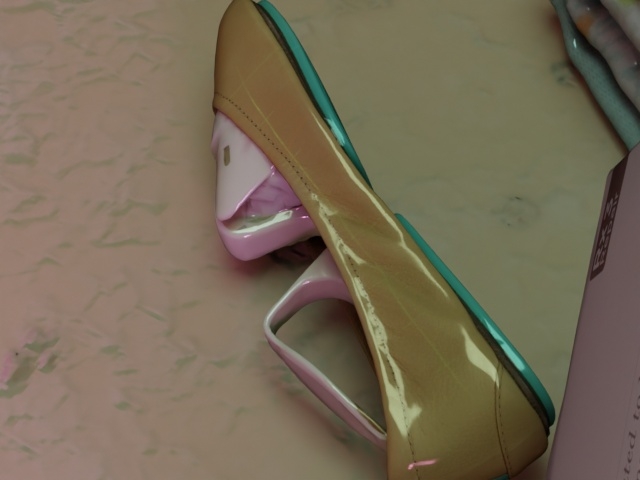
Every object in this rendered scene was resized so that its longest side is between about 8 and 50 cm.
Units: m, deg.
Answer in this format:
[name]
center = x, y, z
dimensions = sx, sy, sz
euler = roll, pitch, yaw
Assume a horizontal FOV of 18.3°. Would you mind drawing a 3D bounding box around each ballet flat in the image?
[ballet flat]
center = 0.000, 0.000, 0.746
dimensions = 0.073, 0.080, 0.232
euler = -31, 59, -5

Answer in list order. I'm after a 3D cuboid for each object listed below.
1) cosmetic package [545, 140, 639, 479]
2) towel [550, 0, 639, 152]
[cosmetic package]
center = 0.258, 0.101, 0.542
dimensions = 0.385, 0.156, 0.217
euler = 11, 78, -5
[towel]
center = 0.306, -0.035, 0.779
dimensions = 0.320, 0.090, 0.374
euler = -17, 57, -17
